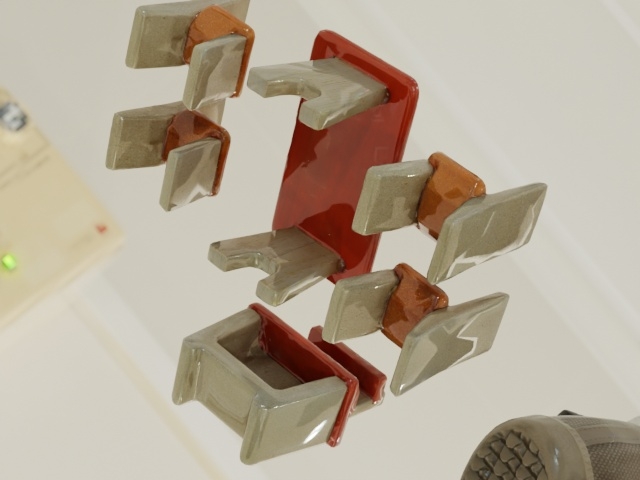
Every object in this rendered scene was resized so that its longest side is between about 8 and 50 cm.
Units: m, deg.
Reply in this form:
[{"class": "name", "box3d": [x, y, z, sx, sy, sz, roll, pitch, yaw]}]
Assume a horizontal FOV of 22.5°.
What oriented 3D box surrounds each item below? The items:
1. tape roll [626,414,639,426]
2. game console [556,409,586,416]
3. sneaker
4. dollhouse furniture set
[{"class": "tape roll", "box3d": [0.183, 0.237, 0.724, 0.392, 0.072, 0.392, -32, -147, 24]}, {"class": "game console", "box3d": [0.265, 0.113, 1.008, 0.361, 0.213, 0.044, -55, -150, 27]}, {"class": "sneaker", "box3d": [0.065, 0.138, 0.553, 0.071, 0.066, 0.188, 4, 129, -30]}, {"class": "dollhouse furniture set", "box3d": [0.000, 0.000, 0.996, 0.135, 0.262, 0.259, -18, 134, -43]}]
